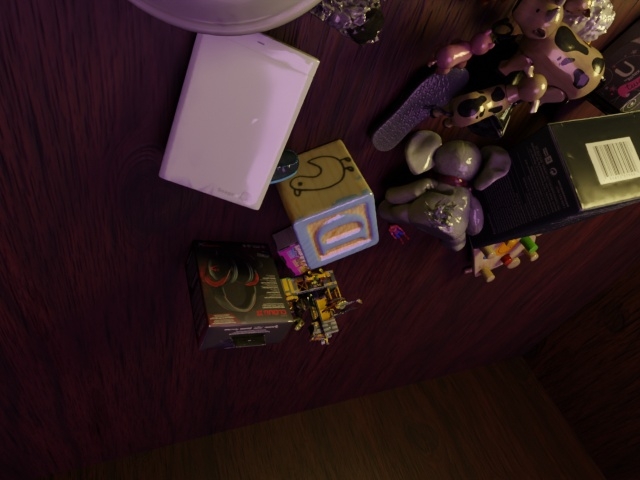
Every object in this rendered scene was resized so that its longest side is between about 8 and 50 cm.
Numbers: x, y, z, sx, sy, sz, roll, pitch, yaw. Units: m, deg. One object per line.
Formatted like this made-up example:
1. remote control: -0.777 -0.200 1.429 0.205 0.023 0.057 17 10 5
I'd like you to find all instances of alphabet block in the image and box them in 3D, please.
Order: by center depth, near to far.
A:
1. alphabet block: 0.011 -0.084 0.976 0.192 0.197 0.193 -21 143 -5

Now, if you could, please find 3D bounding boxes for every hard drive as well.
1. hard drive: -0.156 -0.222 0.754 0.203 0.040 0.308 18 117 -17

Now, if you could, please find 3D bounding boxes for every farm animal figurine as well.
1. farm animal figurine: 0.380 -0.338 0.740 0.326 0.172 0.330 14 93 -16

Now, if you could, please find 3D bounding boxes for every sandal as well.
1. sandal: 0.213 -0.312 0.935 0.254 0.054 0.097 -35 132 20

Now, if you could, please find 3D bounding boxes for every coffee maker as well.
1. coffee maker: 0.376 -0.339 0.894 0.171 0.120 0.178 33 86 -21

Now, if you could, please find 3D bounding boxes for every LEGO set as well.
1. LEGO set: -0.045 0.238 1.282 0.254 0.192 0.331 -8 157 -28

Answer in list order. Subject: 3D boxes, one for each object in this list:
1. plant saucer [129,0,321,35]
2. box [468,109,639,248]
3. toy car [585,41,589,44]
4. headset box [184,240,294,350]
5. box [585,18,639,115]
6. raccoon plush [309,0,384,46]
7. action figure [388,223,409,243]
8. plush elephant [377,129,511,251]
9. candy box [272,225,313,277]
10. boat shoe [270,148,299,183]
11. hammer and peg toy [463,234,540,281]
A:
1. plant saucer: -0.118 -0.429 0.411 0.400 0.100 0.401 -1 114 -1
2. box: 0.607 -0.141 1.093 0.293 0.212 0.395 -12 169 -17
3. toy car: 0.617 -0.426 1.009 0.122 0.060 0.040 -41 172 31
4. headset box: -0.211 0.146 1.053 0.218 0.293 0.110 4 135 -31
5. box: 0.808 -0.430 1.014 0.142 0.163 0.247 17 127 -43
6. raccoon plush: 0.009 -0.468 0.520 0.446 0.216 0.299 12 122 -38
7. action figure: 0.249 -0.025 1.318 0.038 0.030 0.115 -33 140 20
8. plush elephant: 0.323 -0.143 1.063 0.330 0.271 0.256 53 60 -84
9. candy box: 0.000 0.000 1.174 0.233 0.071 0.159 -24 144 2
10. boat shoe: -0.164 -0.170 0.853 0.258 0.109 0.089 -9 137 -23
11. hammer and peg toy: 0.693 0.052 1.565 0.265 0.127 0.361 -26 143 3
